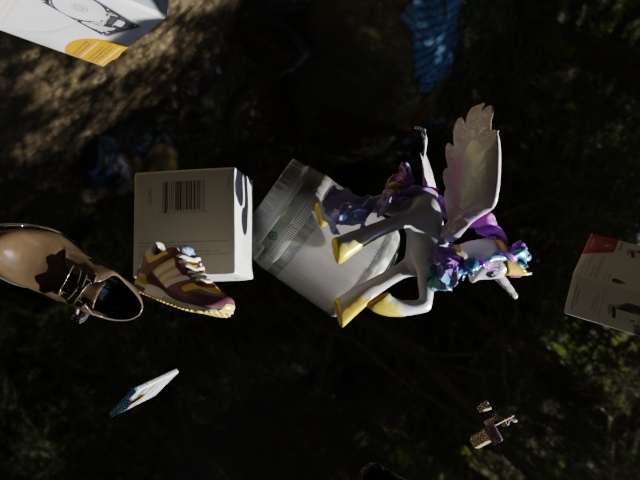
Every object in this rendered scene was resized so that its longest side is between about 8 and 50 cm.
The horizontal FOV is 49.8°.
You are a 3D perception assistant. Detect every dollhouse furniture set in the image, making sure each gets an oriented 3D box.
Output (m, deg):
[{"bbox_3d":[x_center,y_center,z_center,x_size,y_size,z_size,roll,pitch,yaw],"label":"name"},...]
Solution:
[{"bbox_3d":[0.389,0.419,1.582,0.081,0.091,0.114,-15,156,-31],"label":"dollhouse furniture set"}]

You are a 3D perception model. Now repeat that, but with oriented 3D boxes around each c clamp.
[{"bbox_3d":[-0.629,0.149,1.816,0.137,0.022,0.161,-68,171,-74],"label":"c clamp"}]

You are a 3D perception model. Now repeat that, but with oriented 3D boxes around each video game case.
[{"bbox_3d":[-0.452,0.390,1.773,0.119,0.015,0.166,-44,168,25],"label":"video game case"}]

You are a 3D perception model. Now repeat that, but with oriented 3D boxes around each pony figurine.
[{"bbox_3d":[0.184,-0.035,1.217,0.363,0.351,0.303,-12,-176,-11],"label":"pony figurine"}]

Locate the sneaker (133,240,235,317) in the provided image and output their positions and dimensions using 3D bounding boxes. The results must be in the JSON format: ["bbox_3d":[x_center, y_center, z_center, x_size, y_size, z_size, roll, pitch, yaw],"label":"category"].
[{"bbox_3d":[-0.185,0.049,0.945,0.069,0.185,0.084,24,81,-55],"label":"sneaker"}]

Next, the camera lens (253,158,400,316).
[{"bbox_3d":[0.000,0.000,1.347,0.219,0.274,0.219,-54,-174,9],"label":"camera lens"}]

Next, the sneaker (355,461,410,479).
[{"bbox_3d":[0.150,0.504,1.223,0.097,0.276,0.135,-24,136,-24],"label":"sneaker"}]

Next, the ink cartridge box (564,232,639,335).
[{"bbox_3d":[0.349,0.053,0.753,0.099,0.135,0.056,-45,143,-46],"label":"ink cartridge box"}]

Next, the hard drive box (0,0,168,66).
[{"bbox_3d":[-0.291,-0.278,0.696,0.181,0.232,0.089,-8,-108,53],"label":"hard drive box"}]

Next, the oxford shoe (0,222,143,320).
[{"bbox_3d":[-0.317,0.042,0.871,0.096,0.227,0.083,22,-94,48],"label":"oxford shoe"}]

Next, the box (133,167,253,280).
[{"bbox_3d":[-0.214,-0.023,1.181,0.180,0.182,0.119,-2,173,10],"label":"box"}]
